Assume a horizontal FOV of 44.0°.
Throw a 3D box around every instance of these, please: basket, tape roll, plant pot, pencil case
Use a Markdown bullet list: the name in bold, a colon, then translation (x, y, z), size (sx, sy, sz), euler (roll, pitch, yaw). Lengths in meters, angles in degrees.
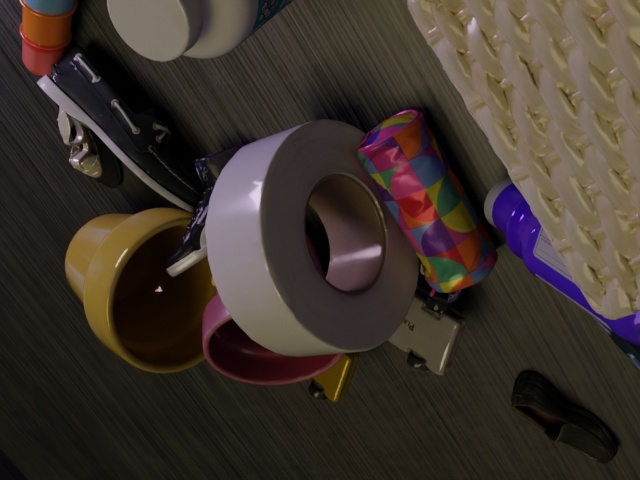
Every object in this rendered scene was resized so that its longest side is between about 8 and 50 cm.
- **basket**: translation (0.299, -0.161, 0.566), size (0.331, 0.266, 0.328), euler (59, 146, -2)
- **tape roll**: translation (0.000, 0.000, 0.975), size (0.100, 0.286, 0.286), euler (-13, 115, 42)
- **plant pot**: translation (-0.067, 0.082, 1.141), size (0.202, 0.180, 0.201), euler (-3, 140, -2)
- **pencil case**: translation (0.130, -0.041, 0.977), size (0.104, 0.104, 0.236), euler (-13, 113, 43)
- **plant pot**: translation (-0.288, 0.058, 1.291), size (0.239, 0.254, 0.253), euler (21, 136, 45)

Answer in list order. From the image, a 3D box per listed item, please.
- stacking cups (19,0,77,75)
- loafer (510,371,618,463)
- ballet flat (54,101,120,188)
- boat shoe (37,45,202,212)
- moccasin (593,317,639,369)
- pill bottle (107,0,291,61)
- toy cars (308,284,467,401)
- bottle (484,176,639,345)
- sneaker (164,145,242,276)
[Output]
- **stacking cups**: translation (-0.373, -0.358, 1.106), size (0.096, 0.096, 0.316), euler (35, 140, 8)
- **loafer**: translation (0.334, 0.259, 1.101), size (0.170, 0.061, 0.062), euler (36, 137, 6)
- **ballet flat**: translation (-0.387, -0.160, 1.293), size (0.074, 0.074, 0.203), euler (15, 132, 28)
- **boat shoe**: translation (-0.282, -0.166, 1.186), size (0.302, 0.091, 0.114), euler (42, 178, -7)
- **moccasin**: translation (0.433, 0.144, 0.902), size (0.342, 0.138, 0.117), euler (54, 143, 8)
- **pill bottle**: translation (-0.103, -0.284, 0.822), size (0.146, 0.264, 0.146), euler (18, 135, 19)
- **toy cars**: translation (0.069, 0.139, 1.180), size (0.394, 0.087, 0.176), euler (-26, 70, 45)
- **bottle**: translation (0.274, 0.009, 0.821), size (0.283, 0.118, 0.092), euler (-132, 50, -58)
- **sneaker**: translation (-0.165, -0.054, 1.154), size (0.217, 0.079, 0.121), euler (-38, 93, 5)
